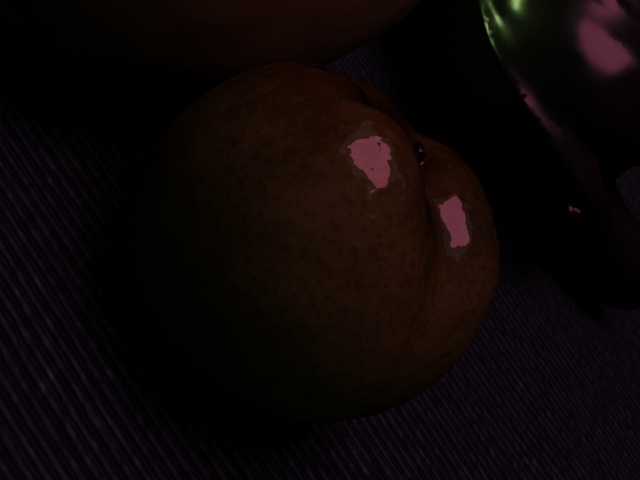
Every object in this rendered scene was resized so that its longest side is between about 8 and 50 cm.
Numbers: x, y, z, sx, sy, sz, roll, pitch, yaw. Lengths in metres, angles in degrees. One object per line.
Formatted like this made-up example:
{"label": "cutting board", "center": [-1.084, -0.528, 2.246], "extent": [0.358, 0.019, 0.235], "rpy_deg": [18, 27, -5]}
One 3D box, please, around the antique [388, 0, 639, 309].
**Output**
{"label": "antique", "center": [0.179, -0.140, 0.937], "extent": [0.255, 0.185, 0.322], "rpy_deg": [31, 39, -38]}

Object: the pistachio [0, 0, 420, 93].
{"label": "pistachio", "center": [-0.056, -0.159, 0.587], "extent": [0.293, 0.182, 0.162], "rpy_deg": [-8, 24, -33]}

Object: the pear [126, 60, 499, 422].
{"label": "pear", "center": [0.000, 0.000, 0.553], "extent": [0.167, 0.136, 0.167], "rpy_deg": [37, 16, -13]}
